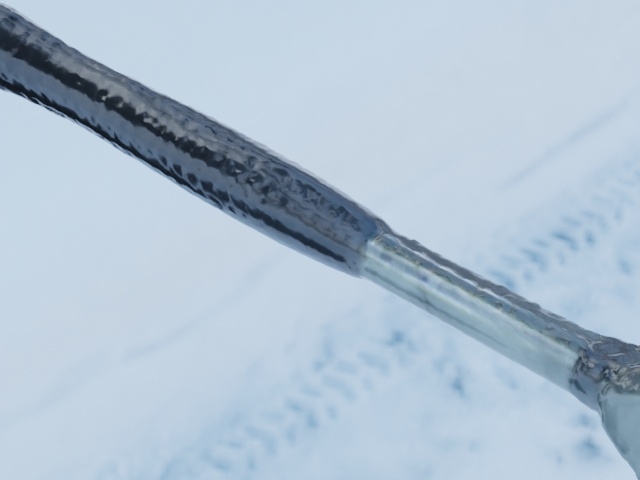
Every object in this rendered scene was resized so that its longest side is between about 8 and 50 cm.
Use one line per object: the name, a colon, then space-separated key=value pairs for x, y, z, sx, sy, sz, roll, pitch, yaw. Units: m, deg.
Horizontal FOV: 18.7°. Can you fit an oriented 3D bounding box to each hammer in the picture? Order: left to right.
hammer: x=0.000 y=0.000 z=0.503 sx=0.246 sy=0.103 sz=0.029 roll=27 pitch=39 yaw=27
